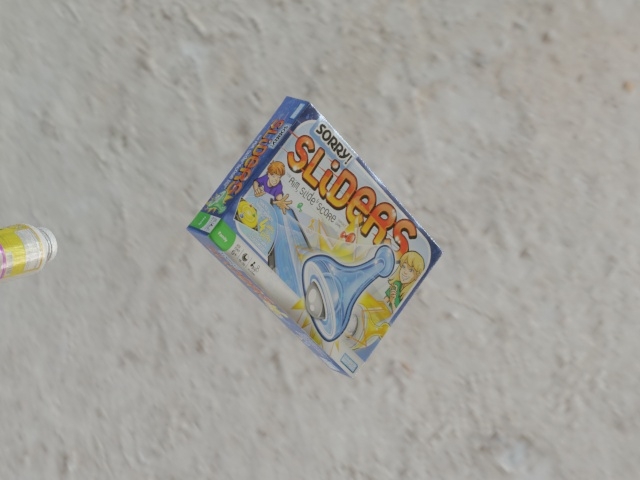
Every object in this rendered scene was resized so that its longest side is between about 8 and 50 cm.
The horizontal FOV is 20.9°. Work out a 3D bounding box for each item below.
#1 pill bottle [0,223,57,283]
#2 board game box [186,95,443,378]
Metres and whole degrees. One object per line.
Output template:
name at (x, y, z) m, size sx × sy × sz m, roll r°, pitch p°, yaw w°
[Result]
pill bottle at (-0.248, 0.010, 1.387) m, size 0.083 × 0.043 × 0.043 m, roll -17°, pitch 120°, yaw -60°
board game box at (0.000, 0.000, 1.397) m, size 0.201 × 0.035 × 0.136 m, roll 45°, pitch 74°, yaw -36°
